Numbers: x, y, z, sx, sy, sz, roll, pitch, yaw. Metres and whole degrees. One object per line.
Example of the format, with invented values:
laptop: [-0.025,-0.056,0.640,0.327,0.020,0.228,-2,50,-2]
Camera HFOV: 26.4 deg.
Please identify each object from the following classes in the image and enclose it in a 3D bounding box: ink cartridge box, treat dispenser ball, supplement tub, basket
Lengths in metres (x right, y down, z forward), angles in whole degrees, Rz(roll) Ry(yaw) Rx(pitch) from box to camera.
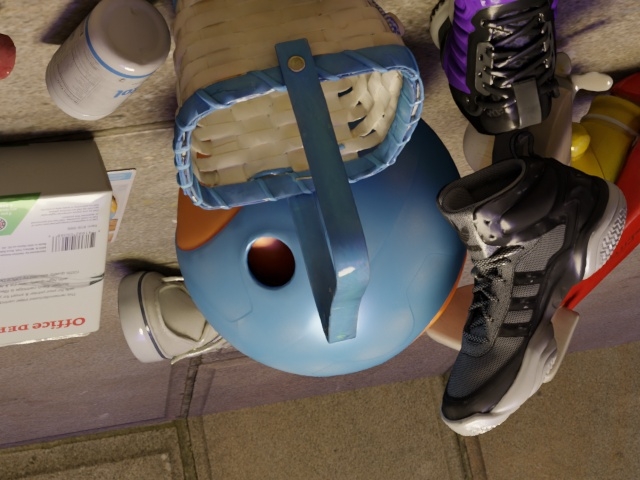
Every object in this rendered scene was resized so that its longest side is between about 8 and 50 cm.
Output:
ink cartridge box: [-0.302,0.006,1.398,0.153,0.087,0.208,-5,135,-21]
treat dispenser ball: [0.001,-0.012,1.329,0.288,0.288,0.288,-10,165,-3]
supplement tub: [-0.175,-0.149,1.115,0.071,0.071,0.107,-1,162,-33]
basket: [-0.015,-0.077,1.068,0.201,0.289,0.255,-10,165,-6]

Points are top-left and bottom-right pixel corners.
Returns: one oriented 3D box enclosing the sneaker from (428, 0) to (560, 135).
sneaker: [0.162,-0.170,1.136,0.102,0.146,0.293,-11,166,-2]

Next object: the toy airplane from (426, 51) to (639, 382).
toy airplane: [0.246,-0.030,1.477,0.384,0.272,0.386,-17,143,-49]

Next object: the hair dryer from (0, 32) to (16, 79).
hair dryer: [-0.279,-0.170,0.944,0.224,0.080,0.293,-12,166,-1]

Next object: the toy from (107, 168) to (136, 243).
toy: [-0.290,-0.011,1.574,0.137,0.056,0.237,-8,165,-18]

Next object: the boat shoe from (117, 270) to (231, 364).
boat shoe: [-0.166,0.107,1.951,0.156,0.135,0.367,-14,168,10]

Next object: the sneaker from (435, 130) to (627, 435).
sneaker: [0.152,0.033,1.220,0.153,0.268,0.101,33,176,-26]
